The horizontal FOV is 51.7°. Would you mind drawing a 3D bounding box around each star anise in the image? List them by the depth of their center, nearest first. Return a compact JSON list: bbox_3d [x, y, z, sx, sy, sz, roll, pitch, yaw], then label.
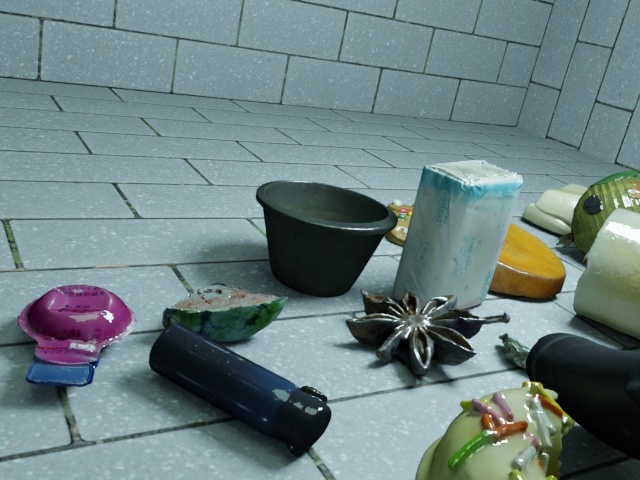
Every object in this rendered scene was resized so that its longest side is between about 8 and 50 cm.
[{"bbox_3d":[0.170,0.145,1.066,0.263,0.081,0.230,0,21,-1],"label":"star anise"}]

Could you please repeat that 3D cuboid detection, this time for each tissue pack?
[{"bbox_3d":[0.257,-0.008,1.240,0.202,0.271,0.124,-8,29,-40],"label":"tissue pack"}]

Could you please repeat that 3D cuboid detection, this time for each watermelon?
[{"bbox_3d":[-0.150,0.109,1.015,0.187,0.071,0.139,-4,18,-17],"label":"watermelon"}]

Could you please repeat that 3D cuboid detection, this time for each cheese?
[{"bbox_3d":[-0.327,0.122,0.882,0.155,0.062,0.244,6,23,-13],"label":"cheese"},{"bbox_3d":[0.730,-0.087,1.917,0.233,0.127,0.266,25,22,39],"label":"cheese"}]

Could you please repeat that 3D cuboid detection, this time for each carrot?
[{"bbox_3d":[0.391,0.031,1.463,0.307,0.100,0.258,24,27,25],"label":"carrot"}]

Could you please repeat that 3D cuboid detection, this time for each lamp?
[{"bbox_3d":[0.733,-0.040,1.665,0.284,0.250,0.250,-17,9,25],"label":"lamp"}]

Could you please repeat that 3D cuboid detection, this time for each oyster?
[{"bbox_3d":[0.343,0.197,1.111,0.098,0.037,0.100,34,3,6],"label":"oyster"}]

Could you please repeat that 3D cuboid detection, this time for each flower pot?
[{"bbox_3d":[0.000,0.000,1.237,0.269,0.166,0.269,9,18,-3],"label":"flower pot"}]

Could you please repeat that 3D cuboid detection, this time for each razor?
[{"bbox_3d":[0.389,0.198,0.804,0.204,0.113,0.349,36,-7,0],"label":"razor"}]

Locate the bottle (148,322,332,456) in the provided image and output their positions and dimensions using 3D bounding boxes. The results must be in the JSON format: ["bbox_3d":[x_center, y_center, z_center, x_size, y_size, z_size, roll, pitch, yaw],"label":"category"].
[{"bbox_3d":[-0.102,0.181,0.831,0.245,0.072,0.082,23,65,25],"label":"bottle"}]

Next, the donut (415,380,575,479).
[{"bbox_3d":[0.262,0.286,0.654,0.307,0.150,0.371,-9,30,-43],"label":"donut"}]

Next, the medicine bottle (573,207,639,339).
[{"bbox_3d":[0.716,0.110,1.234,0.406,0.235,0.236,25,24,32],"label":"medicine bottle"}]

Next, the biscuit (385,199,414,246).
[{"bbox_3d":[0.248,-0.058,1.686,0.340,0.047,0.216,-10,31,-44],"label":"biscuit"}]
